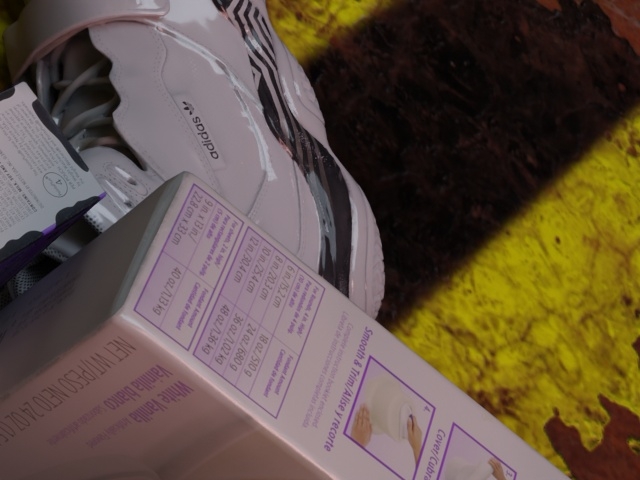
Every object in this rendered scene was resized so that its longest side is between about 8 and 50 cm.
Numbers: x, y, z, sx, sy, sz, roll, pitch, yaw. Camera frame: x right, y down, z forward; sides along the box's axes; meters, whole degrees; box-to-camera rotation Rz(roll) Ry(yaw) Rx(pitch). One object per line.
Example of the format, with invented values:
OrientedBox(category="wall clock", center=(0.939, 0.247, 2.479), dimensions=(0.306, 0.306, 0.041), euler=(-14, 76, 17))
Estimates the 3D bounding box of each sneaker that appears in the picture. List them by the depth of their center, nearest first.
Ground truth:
OrientedBox(category="sneaker", center=(-0.118, -0.075, 1.021), dimensions=(0.210, 0.137, 0.365), euler=(-28, 89, -52))

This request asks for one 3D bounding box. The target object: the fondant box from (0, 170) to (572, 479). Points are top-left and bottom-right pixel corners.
OrientedBox(category="fondant box", center=(-0.023, 0.146, 0.891), dimensions=(0.330, 0.238, 0.096), euler=(38, 43, -19))

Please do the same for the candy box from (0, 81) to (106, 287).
OrientedBox(category="candy box", center=(-0.215, 0.028, 0.840), dimensions=(0.070, 0.165, 0.196), euler=(53, 41, -1))
